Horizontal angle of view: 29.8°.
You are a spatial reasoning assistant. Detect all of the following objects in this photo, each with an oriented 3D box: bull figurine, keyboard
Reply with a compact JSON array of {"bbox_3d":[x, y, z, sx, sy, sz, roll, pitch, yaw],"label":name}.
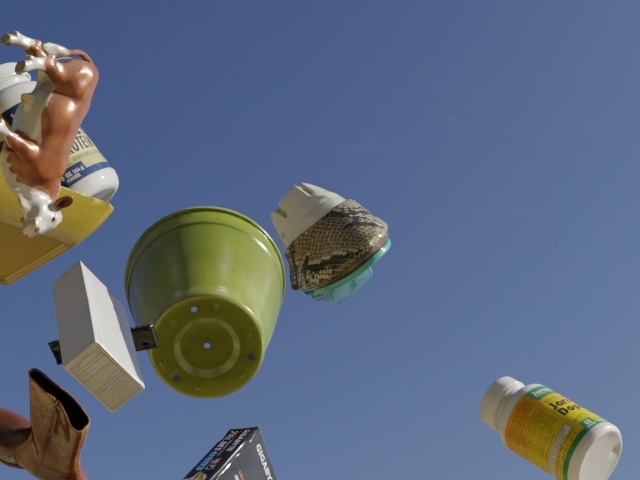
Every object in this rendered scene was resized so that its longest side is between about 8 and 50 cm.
[{"bbox_3d":[-0.437,-0.164,1.835,0.101,0.310,0.188,3,-20,34],"label":"bull figurine"},{"bbox_3d":[-0.373,0.182,2.088,0.180,0.023,0.108,-9,-31,-4],"label":"keyboard"}]

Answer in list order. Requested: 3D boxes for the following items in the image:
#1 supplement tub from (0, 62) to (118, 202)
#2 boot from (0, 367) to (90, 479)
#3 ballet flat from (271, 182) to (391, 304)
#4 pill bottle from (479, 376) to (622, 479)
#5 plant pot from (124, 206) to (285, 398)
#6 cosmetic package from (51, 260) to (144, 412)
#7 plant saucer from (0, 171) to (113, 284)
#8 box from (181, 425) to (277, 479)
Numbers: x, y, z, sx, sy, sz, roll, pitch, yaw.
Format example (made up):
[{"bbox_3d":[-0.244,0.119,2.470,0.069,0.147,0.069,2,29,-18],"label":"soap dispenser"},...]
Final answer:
[{"bbox_3d":[-0.575,-0.169,2.370,0.228,0.316,0.228,-39,-3,-2],"label":"supplement tub"},{"bbox_3d":[-0.508,0.323,2.111,0.096,0.264,0.280,-31,-30,-31],"label":"boot"},{"bbox_3d":[0.000,0.000,1.874,0.164,0.182,0.483,-37,-5,-4],"label":"ballet flat"},{"bbox_3d":[0.354,0.296,1.882,0.208,0.117,0.118,29,-3,43],"label":"pill bottle"},{"bbox_3d":[-0.247,0.156,2.580,0.367,0.353,0.366,-2,-69,-5],"label":"plant pot"},{"bbox_3d":[-0.302,0.125,1.609,0.060,0.239,0.099,-37,-62,3],"label":"cosmetic package"},{"bbox_3d":[-0.588,-0.020,2.102,0.333,0.081,0.333,20,-33,-38],"label":"plant saucer"},{"bbox_3d":[-0.148,0.507,1.995,0.073,0.295,0.293,-7,17,30],"label":"box"}]
